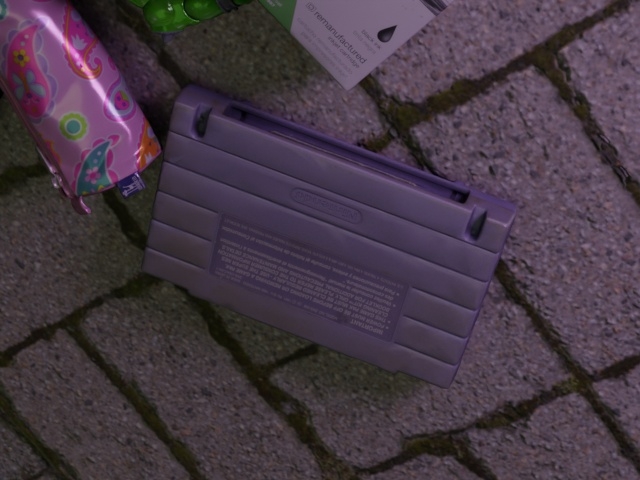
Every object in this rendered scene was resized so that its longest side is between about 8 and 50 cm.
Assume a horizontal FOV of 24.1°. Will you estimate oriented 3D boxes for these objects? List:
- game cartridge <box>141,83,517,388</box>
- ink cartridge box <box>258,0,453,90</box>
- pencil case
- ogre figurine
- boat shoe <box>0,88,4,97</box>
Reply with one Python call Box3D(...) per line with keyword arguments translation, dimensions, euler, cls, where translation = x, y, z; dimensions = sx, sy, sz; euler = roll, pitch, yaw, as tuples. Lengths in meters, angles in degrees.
Box3D(translation=(0.000, 0.000, 1.532), dimensions=(0.355, 0.068, 0.230), euler=(21, 129, 7), cls="game cartridge")
Box3D(translation=(0.054, -0.265, 1.323), dimensions=(0.160, 0.092, 0.219), euler=(44, 126, -10), cls="ink cartridge box")
Box3D(translation=(-0.271, -0.169, 1.488), dimensions=(0.124, 0.124, 0.284), euler=(-20, 111, 30), cls="pencil case")
Box3D(translation=(-0.154, -0.274, 1.397), dimensions=(0.197, 0.097, 0.118), euler=(41, 115, -20), cls="ogre figurine")
Box3D(translation=(-0.367, -0.151, 1.579), dimensions=(0.048, 0.056, 0.153), euler=(34, 133, -8), cls="boat shoe")
